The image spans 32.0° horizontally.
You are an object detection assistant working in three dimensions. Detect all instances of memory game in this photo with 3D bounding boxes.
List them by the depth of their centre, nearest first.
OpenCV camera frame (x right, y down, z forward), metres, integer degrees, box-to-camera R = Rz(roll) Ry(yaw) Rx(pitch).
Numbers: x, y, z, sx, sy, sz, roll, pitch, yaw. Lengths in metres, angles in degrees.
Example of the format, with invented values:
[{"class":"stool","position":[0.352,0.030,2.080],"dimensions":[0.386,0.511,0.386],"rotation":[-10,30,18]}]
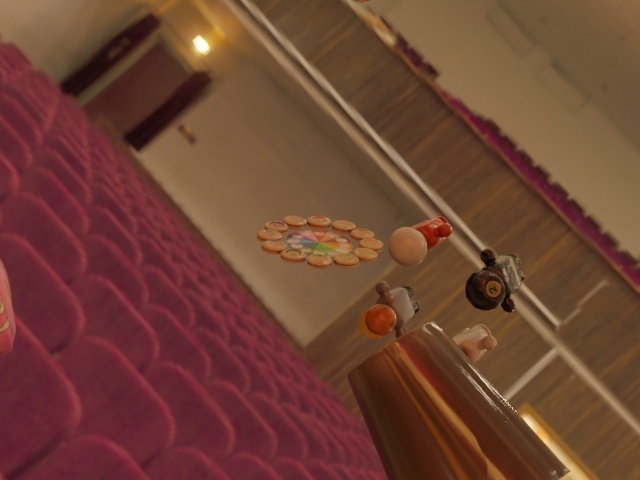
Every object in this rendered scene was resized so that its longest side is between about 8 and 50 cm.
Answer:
[{"class":"memory game","position":[0.000,0.000,1.619],"dimensions":[0.186,0.186,0.012],"rotation":[-138,-131,-56]}]

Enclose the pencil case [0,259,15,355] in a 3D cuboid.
[{"class":"pencil case","position":[-0.473,0.078,0.987],"dimensions":[0.167,0.386,0.160],"rotation":[62,-20,24]}]

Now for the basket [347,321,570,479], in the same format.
[{"class":"basket","position":[0.143,0.222,1.302],"dimensions":[0.227,0.204,0.154],"rotation":[59,15,14]}]

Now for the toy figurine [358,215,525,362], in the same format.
[{"class":"toy figurine","position":[0.182,0.086,1.692],"dimensions":[0.213,0.209,0.148],"rotation":[31,26,17]}]
